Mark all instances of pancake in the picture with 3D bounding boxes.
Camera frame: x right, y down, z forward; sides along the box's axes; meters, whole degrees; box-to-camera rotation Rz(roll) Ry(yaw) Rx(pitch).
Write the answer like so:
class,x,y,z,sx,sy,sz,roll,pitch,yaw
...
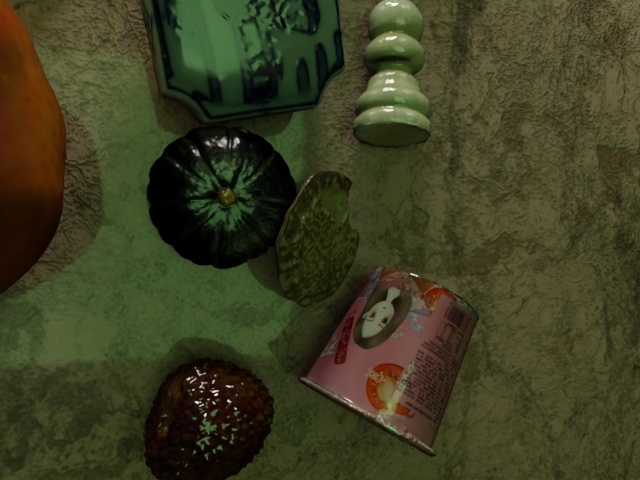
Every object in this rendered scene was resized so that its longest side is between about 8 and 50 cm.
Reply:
class,x,y,z,sx,sy,sz,roll,pitch,yaw
pancake,0.000,0.000,0.828,0.212,0.029,0.235,-35,132,-43

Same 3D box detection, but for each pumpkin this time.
class,x,y,z,sx,sy,sz,roll,pitch,yaw
pumpkin,-0.146,-0.065,0.779,0.221,0.162,0.220,-1,94,-14

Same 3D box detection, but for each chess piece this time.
class,x,y,z,sx,sy,sz,roll,pitch,yaw
chess piece,0.126,-0.295,0.893,0.133,0.133,0.243,5,82,-18

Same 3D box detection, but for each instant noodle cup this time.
class,x,y,z,sx,sy,sz,roll,pitch,yaw
instant noodle cup,0.121,0.185,0.841,0.243,0.243,0.231,33,74,-16

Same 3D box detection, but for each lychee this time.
class,x,y,z,sx,sy,sz,roll,pitch,yaw
lychee,-0.162,0.273,0.779,0.188,0.188,0.188,0,91,-18

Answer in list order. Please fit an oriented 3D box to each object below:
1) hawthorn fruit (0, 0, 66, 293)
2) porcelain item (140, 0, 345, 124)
class,x,y,z,sx,sy,sz,roll,pitch,yaw
hawthorn fruit,-0.503,-0.096,0.520,0.472,0.472,0.471,0,91,-18
porcelain item,-0.116,-0.323,0.761,0.286,0.157,0.281,-11,109,-18
